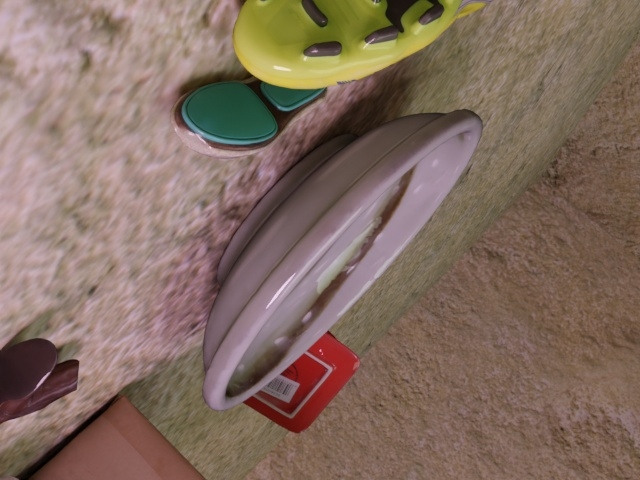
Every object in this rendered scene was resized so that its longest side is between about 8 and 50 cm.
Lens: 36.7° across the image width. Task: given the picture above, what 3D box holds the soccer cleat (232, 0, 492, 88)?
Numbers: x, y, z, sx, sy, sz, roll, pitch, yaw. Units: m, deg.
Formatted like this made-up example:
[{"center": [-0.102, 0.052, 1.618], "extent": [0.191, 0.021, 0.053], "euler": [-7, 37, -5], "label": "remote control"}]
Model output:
[{"center": [0.049, -0.160, 0.654], "extent": [0.289, 0.093, 0.121], "euler": [-39, 173, -36], "label": "soccer cleat"}]

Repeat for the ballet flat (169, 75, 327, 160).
[{"center": [-0.049, -0.081, 0.655], "extent": [0.052, 0.057, 0.168], "euler": [-43, 173, 37], "label": "ballet flat"}]

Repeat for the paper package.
[{"center": [-0.175, 0.374, 1.056], "extent": [0.168, 0.325, 0.309], "euler": [-42, 167, -28], "label": "paper package"}]

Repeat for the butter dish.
[{"center": [-0.046, 0.149, 1.301], "extent": [0.160, 0.160, 0.118], "euler": [-52, -169, 23], "label": "butter dish"}]

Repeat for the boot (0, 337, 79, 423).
[{"center": [-0.208, 0.102, 0.732], "extent": [0.106, 0.037, 0.114], "euler": [-37, 169, 18], "label": "boot"}]

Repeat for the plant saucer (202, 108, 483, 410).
[{"center": [0.000, 0.000, 0.998], "extent": [0.400, 0.100, 0.400], "euler": [-46, 169, -11], "label": "plant saucer"}]

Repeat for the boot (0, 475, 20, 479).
[{"center": [-0.296, 0.239, 0.788], "extent": [0.123, 0.095, 0.258], "euler": [-49, 179, -24], "label": "boot"}]
